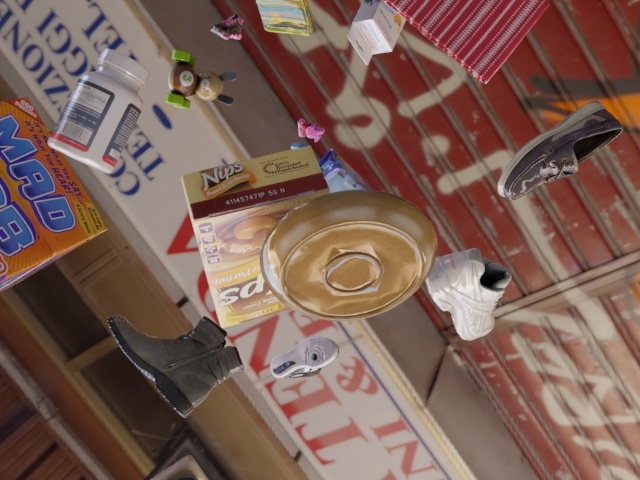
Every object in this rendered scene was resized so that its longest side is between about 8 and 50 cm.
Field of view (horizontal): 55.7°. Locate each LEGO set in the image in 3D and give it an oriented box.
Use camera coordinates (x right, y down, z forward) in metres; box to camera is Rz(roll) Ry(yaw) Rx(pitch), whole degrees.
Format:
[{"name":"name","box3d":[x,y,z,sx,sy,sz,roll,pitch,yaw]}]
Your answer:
[{"name":"LEGO set","box3d":[-0.021,-0.207,1.656,0.087,0.093,0.227,-62,-22,-44]}]

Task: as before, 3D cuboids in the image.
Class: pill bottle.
[{"name":"pill bottle","box3d":[-0.352,-0.211,0.982,0.108,0.108,0.180,29,-96,-40]}]

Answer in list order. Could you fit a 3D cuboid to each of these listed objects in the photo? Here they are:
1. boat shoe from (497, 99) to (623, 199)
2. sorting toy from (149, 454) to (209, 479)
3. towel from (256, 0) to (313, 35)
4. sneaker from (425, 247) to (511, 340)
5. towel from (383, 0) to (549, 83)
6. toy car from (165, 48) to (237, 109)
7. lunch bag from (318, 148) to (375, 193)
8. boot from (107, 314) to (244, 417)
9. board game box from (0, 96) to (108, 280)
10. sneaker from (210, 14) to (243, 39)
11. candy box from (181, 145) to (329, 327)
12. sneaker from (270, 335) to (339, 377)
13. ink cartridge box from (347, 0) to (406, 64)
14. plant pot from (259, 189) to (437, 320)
[{"name":"boat shoe","box3d":[0.500,-0.177,1.260,0.092,0.285,0.103,51,176,38]},{"name":"sorting toy","box3d":[-0.350,0.686,1.423,0.255,0.257,0.089,64,166,-24]},{"name":"towel","box3d":[-0.082,-0.462,1.099,0.237,0.102,0.021,68,-148,-65]},{"name":"sneaker","box3d":[0.249,0.086,0.949,0.232,0.115,0.090,42,-148,-50]},{"name":"towel","box3d":[0.252,-0.442,1.095,0.275,0.199,0.031,39,180,-5]},{"name":"toy car","box3d":[-0.344,-0.462,1.791,0.149,0.189,0.155,-61,-19,-84]},{"name":"lunch bag","box3d":[0.000,0.000,1.243,0.221,0.293,0.138,43,-166,-18]},{"name":"boot","box3d":[-0.271,0.198,1.148,0.246,0.083,0.161,43,-111,12]},{"name":"board game box","box3d":[-0.788,-0.055,1.340,0.356,0.356,0.356,61,-152,-7]},{"name":"sneaker","box3d":[-0.215,-0.506,1.423,0.047,0.057,0.119,33,-154,5]},{"name":"candy box","box3d":[-0.089,0.008,0.914,0.316,0.183,0.087,92,161,-56]},{"name":"sneaker","box3d":[-0.014,0.299,1.553,0.121,0.217,0.079,16,-122,-48]},{"name":"ink cartridge box","box3d":[0.141,-0.518,1.432,0.104,0.062,0.181,44,-118,-43]},{"name":"plant pot","box3d":[0.039,0.034,0.791,0.236,0.236,0.032,36,-149,-34]}]
